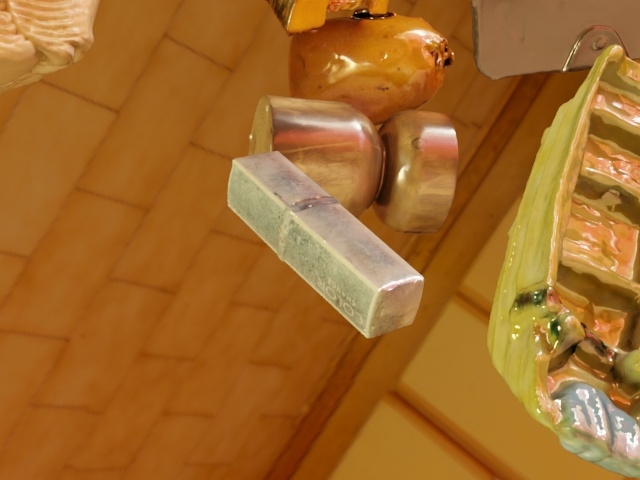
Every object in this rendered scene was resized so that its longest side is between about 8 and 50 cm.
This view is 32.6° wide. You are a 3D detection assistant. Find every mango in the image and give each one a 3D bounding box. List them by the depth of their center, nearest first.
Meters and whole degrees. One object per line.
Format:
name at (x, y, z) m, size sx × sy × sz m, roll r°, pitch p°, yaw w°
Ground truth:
mango at (0.075, -0.276, 1.790) m, size 0.201 × 0.287 × 0.152 m, roll 44°, pitch 48°, yaw -42°

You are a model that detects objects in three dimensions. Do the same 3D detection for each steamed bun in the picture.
steamed bun at (-0.477, -0.334, 1.584) m, size 0.276 × 0.203 × 0.289 m, roll 41°, pitch 46°, yaw -23°

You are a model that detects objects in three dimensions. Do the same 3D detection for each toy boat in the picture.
toy boat at (0.173, 0.012, 0.682) m, size 0.084 × 0.111 × 0.276 m, roll -42°, pitch -152°, yaw 59°

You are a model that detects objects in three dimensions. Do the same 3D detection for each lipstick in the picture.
lipstick at (0.000, 0.000, 1.235) m, size 0.076 × 0.289 × 0.077 m, roll -12°, pitch 130°, yaw -34°

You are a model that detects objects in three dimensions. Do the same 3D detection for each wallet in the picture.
wallet at (0.391, -0.343, 1.573) m, size 0.377 × 0.051 × 0.197 m, roll -7°, pitch 111°, yaw -7°

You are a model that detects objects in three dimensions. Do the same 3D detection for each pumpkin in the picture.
pumpkin at (-0.025, -0.328, 1.272) m, size 0.278 × 0.163 × 0.111 m, roll -32°, pitch 142°, yaw -58°

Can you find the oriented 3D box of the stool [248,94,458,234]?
stool at (0.039, -0.104, 1.537) m, size 0.264 × 0.179 × 0.179 m, roll 4°, pitch 125°, yaw -13°
